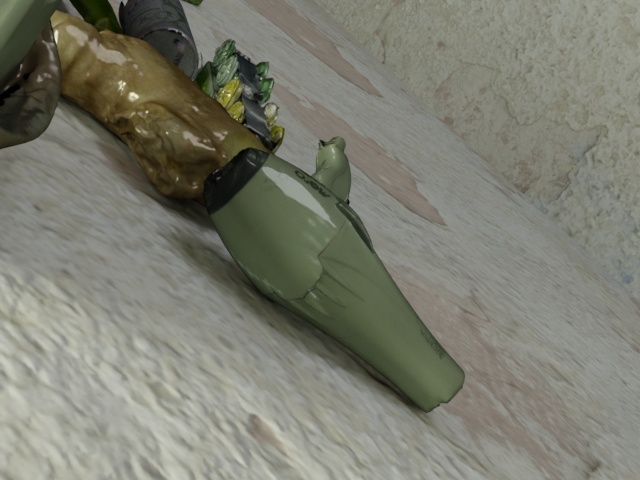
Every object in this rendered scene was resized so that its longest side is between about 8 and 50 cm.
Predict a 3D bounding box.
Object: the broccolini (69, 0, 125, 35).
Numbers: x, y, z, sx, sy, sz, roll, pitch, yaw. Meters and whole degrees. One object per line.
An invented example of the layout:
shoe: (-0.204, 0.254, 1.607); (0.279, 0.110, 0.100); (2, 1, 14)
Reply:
broccolini: (-0.241, -0.235, 0.996); (0.392, 0.074, 0.078); (-126, -158, -44)

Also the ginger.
ginger: (-0.128, -0.100, 0.809); (0.213, 0.074, 0.137); (35, 12, 10)

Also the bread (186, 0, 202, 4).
bread: (-0.268, -0.441, 1.650); (0.228, 0.033, 0.228); (37, 12, -9)

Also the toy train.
toy train: (-0.081, -0.115, 0.971); (0.060, 0.081, 0.202); (32, 22, -24)

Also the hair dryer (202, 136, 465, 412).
hair dryer: (0.030, 0.022, 0.775); (0.219, 0.088, 0.225); (55, 23, 4)

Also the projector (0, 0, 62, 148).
projector: (-0.213, -0.147, 0.499); (0.242, 0.177, 0.163); (37, 15, -12)

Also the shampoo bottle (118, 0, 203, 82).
shampoo bottle: (-0.165, -0.211, 1.079); (0.072, 0.072, 0.214); (33, 15, -25)
